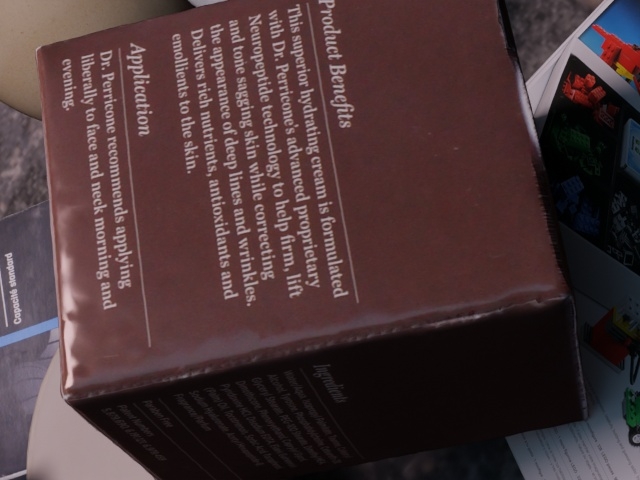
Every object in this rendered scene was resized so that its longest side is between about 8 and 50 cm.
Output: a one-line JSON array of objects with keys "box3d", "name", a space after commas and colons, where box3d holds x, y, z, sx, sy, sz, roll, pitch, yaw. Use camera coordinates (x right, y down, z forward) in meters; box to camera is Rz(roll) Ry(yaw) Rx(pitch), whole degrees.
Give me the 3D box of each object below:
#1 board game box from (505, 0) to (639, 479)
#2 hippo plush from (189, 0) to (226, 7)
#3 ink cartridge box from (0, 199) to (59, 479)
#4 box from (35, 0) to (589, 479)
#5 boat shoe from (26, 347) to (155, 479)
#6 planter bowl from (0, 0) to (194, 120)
[{"box3d": [0.162, 0.043, 0.721, 0.193, 0.053, 0.305, -47, 48, 31], "name": "board game box"}, {"box3d": [-0.009, -0.228, 0.841, 0.294, 0.234, 0.236, 41, 97, 30], "name": "hippo plush"}, {"box3d": [-0.144, 0.057, 0.940, 0.333, 0.065, 0.165, -22, 68, 23], "name": "ink cartridge box"}, {"box3d": [0.000, 0.000, 0.685, 0.203, 0.167, 0.168, -12, 65, 7], "name": "box"}, {"box3d": [-0.036, 0.194, 0.799, 0.127, 0.158, 0.340, -39, 53, 21], "name": "boat shoe"}, {"box3d": [-0.140, -0.130, 0.946, 0.162, 0.162, 0.109, -38, 90, 15], "name": "planter bowl"}]
